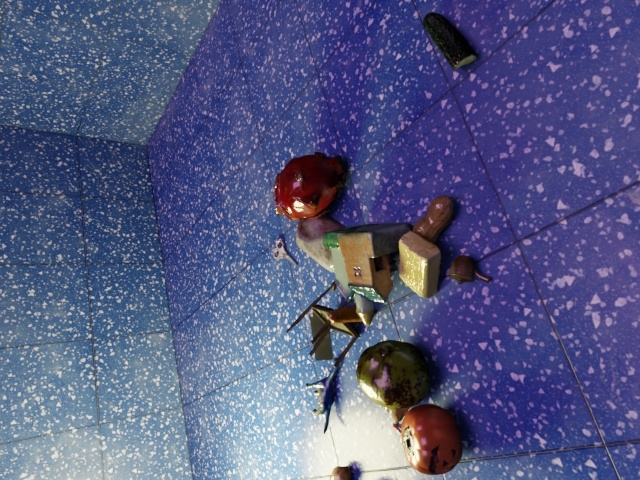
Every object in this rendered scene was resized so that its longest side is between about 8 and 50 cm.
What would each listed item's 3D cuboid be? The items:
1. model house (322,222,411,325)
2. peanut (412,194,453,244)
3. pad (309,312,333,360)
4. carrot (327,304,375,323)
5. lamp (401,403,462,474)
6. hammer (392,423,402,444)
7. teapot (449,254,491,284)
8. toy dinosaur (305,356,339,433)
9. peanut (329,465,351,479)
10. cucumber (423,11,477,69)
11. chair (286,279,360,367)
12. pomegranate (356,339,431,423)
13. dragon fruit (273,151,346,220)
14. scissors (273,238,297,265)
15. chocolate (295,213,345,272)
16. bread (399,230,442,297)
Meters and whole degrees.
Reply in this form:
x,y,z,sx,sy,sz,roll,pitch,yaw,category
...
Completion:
x,y,z,sx,sy,sz,roll,pitch,yaw,category
0.166,0.115,1.540,0.267,0.193,0.326,1,99,54,model house
0.332,-0.054,1.382,0.089,0.089,0.193,53,129,39,peanut
0.001,0.383,1.865,0.116,0.004,0.193,-23,71,50,pad
0.104,0.250,1.591,0.060,0.186,0.060,-3,86,59,carrot
0.322,0.562,1.324,0.187,0.163,0.188,-179,90,-78,lamp
0.259,0.620,1.510,0.083,0.031,0.053,31,111,60,hammer
0.420,0.091,1.302,0.110,0.085,0.080,9,72,24,teapot
0.037,0.589,1.767,0.188,0.075,0.248,-36,55,37,toy dinosaur
0.067,0.893,1.713,0.076,0.076,0.152,37,115,46,peanut
0.370,-0.589,1.361,0.074,0.074,0.242,-49,52,40,cucumber
0.046,0.294,1.699,0.188,0.166,0.272,7,52,53,chair
0.213,0.441,1.423,0.222,0.203,0.277,35,115,55,pomegranate
-0.050,-0.205,1.771,0.314,0.250,0.251,-7,83,29,dragon fruit
-0.154,0.067,2.067,0.189,0.015,0.100,39,116,45,scissors
0.000,0.000,1.810,0.303,0.100,0.185,33,111,44,chocolate
0.293,0.073,1.385,0.125,0.068,0.189,45,156,40,bread
